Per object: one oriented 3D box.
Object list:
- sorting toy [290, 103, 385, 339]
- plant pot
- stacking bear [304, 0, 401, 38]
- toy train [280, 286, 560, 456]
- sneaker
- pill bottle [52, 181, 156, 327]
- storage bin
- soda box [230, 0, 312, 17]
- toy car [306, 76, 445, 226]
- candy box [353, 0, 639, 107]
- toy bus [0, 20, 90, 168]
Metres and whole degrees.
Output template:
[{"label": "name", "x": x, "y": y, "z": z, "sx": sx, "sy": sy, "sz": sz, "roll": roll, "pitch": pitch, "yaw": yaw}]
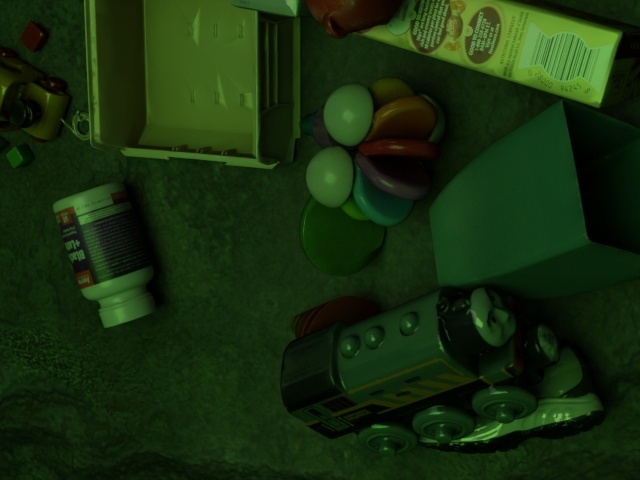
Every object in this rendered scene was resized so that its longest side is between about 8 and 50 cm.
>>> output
[{"label": "sorting toy", "x": 0.000, "y": 0.000, "z": 1.527, "sx": 0.126, "sy": 0.127, "sz": 0.365, "roll": 14, "pitch": 107, "yaw": 56}, {"label": "plant pot", "x": 0.246, "y": -0.022, "z": 1.319, "sx": 0.234, "sy": 0.166, "sz": 0.165, "roll": -27, "pitch": 60, "yaw": 44}, {"label": "stacking bear", "x": 0.010, "y": -0.355, "z": 1.192, "sx": 0.164, "sy": 0.175, "sz": 0.289, "roll": -10, "pitch": 101, "yaw": 37}, {"label": "toy train", "x": 0.110, "y": 0.153, "z": 1.377, "sx": 0.334, "sy": 0.190, "sz": 0.142, "roll": -24, "pitch": 47, "yaw": 36}, {"label": "sneaker", "x": 0.223, "y": 0.204, "z": 1.451, "sx": 0.272, "sy": 0.100, "sz": 0.108, "roll": -21, "pitch": 65, "yaw": 33}, {"label": "pill bottle", "x": -0.303, "y": 0.022, "z": 1.667, "sx": 0.108, "sy": 0.108, "sz": 0.193, "roll": -18, "pitch": 92, "yaw": 30}, {"label": "storage bin", "x": -0.167, "y": -0.231, "z": 1.532, "sx": 0.262, "sy": 0.123, "sz": 0.260, "roll": 7, "pitch": 104, "yaw": 26}, {"label": "soda box", "x": -0.026, "y": -0.403, "z": 1.332, "sx": 0.091, "sy": 0.098, "sz": 0.286, "roll": 15, "pitch": 106, "yaw": 23}, {"label": "toy car", "x": 0.083, "y": -0.098, "z": 1.393, "sx": 0.136, "sy": 0.159, "sz": 0.182, "roll": 41, "pitch": 121, "yaw": 49}, {"label": "candy box", "x": 0.196, "y": -0.236, "z": 1.303, "sx": 0.316, "sy": 0.183, "sz": 0.087, "roll": 22, "pitch": 108, "yaw": 22}, {"label": "toy bus", "x": -0.458, "y": -0.207, "z": 1.700, "sx": 0.202, "sy": 0.104, "sz": 0.191, "roll": -18, "pitch": 93, "yaw": 30}]
